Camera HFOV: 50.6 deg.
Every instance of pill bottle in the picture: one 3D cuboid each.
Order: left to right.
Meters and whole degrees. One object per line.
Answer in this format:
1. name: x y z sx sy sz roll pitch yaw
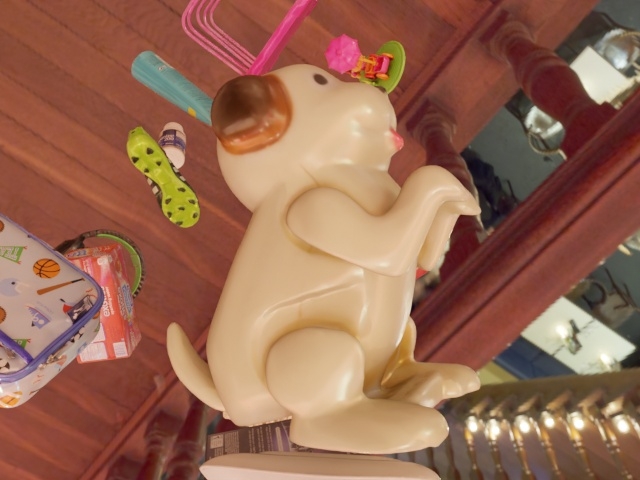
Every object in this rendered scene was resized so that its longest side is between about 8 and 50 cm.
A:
1. pill bottle: -0.365 -0.236 1.665 0.067 0.120 0.067 -4 136 -4

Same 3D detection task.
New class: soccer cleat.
1. soccer cleat: -0.234 -0.095 1.024 0.060 0.072 0.179 -24 132 2

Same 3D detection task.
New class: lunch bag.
1. lunch bag: -0.496 0.099 1.025 0.303 0.243 0.115 33 133 8

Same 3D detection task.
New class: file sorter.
1. file sorter: -0.139 -0.461 1.365 0.182 0.291 0.202 36 107 -9

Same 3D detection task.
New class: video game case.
1. video game case: -0.064 0.365 1.175 0.274 0.196 0.026 -9 102 -6

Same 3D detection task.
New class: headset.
1. headset: -0.680 0.110 1.907 0.394 0.185 0.243 -21 96 -31

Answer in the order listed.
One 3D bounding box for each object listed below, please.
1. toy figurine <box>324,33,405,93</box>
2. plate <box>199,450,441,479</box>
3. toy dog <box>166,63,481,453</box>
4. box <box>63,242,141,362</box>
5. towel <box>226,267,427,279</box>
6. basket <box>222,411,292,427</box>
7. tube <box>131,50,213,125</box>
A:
1. toy figurine: 0.077 -0.411 1.535 0.159 0.173 0.130 11 96 -32
2. plate: 0.028 0.324 0.824 0.278 0.045 0.277 -3 138 18
3. toy dog: 0.000 0.000 0.800 0.395 0.284 0.408 -6 89 31
4. box: -0.525 0.147 1.613 0.128 0.122 0.257 -8 104 1
5. towel: 0.020 0.049 1.022 0.199 0.031 0.275 -38 140 22
6. basket: -0.024 0.230 1.496 0.266 0.328 0.331 13 108 19
7. tube: -0.208 -0.226 1.058 0.207 0.080 0.052 37 118 21
